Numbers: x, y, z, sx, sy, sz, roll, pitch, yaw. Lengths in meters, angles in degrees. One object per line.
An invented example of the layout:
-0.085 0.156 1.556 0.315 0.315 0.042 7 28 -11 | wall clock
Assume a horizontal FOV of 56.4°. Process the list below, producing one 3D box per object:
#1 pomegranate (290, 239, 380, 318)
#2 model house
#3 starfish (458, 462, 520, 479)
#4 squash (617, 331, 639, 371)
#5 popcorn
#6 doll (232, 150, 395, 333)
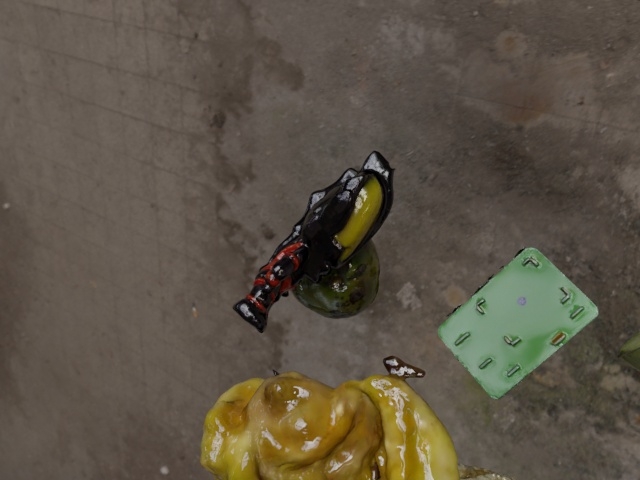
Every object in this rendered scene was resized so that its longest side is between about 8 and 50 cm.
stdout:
0.033 0.031 0.811 0.125 0.163 0.138 4 115 48 | pomegranate
0.528 0.240 1.569 0.357 0.313 0.242 -46 58 10 | model house
0.414 0.411 0.857 0.324 0.432 0.082 -4 63 55 | starfish
0.350 0.042 0.451 0.133 0.220 0.220 36 128 23 | squash
-0.011 0.288 0.726 0.297 0.281 0.316 29 145 -1 | popcorn
0.002 0.002 0.685 0.088 0.248 0.127 45 168 -19 | doll
